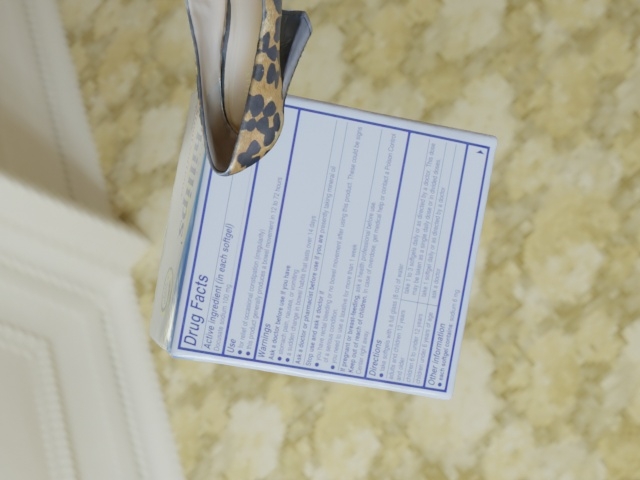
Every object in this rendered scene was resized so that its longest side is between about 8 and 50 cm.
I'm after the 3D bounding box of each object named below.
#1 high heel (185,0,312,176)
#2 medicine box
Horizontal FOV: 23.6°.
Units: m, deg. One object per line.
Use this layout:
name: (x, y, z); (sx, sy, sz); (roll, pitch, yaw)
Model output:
high heel: (-0.092, -0.187, 1.314); (0.261, 0.093, 0.186); (54, -132, -46)
medicine box: (0.000, 0.000, 1.516); (0.289, 0.263, 0.149); (10, 180, -14)
